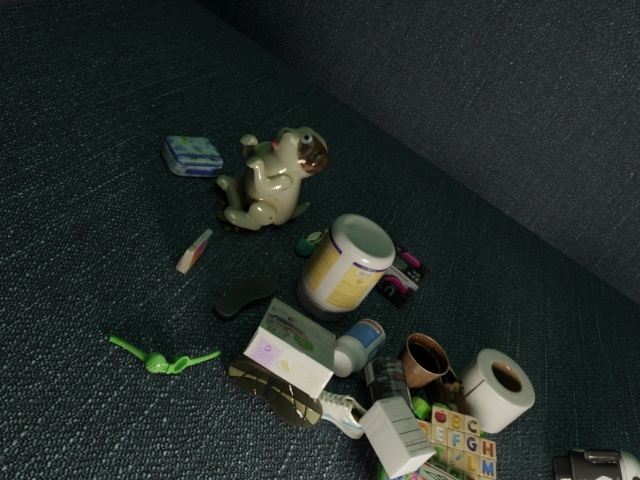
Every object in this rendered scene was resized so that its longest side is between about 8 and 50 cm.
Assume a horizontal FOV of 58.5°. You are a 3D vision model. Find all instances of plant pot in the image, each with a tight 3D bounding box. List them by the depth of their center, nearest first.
[{"bbox_3d":[0.314,0.424,1.909,0.166,0.165,0.167,22,36,-17],"label":"plant pot"}]

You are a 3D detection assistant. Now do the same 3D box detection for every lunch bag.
[{"bbox_3d":[-0.500,-0.328,2.245,0.218,0.090,0.176,-2,50,-40],"label":"lunch bag"}]

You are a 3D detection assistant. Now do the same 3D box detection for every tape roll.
[{"bbox_3d":[0.607,0.529,2.023,0.246,0.169,0.246,23,34,-17],"label":"tape roll"}]

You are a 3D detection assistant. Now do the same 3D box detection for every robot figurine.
[{"bbox_3d":[0.926,0.787,1.900,0.209,0.277,0.174,49,40,-62],"label":"robot figurine"}]

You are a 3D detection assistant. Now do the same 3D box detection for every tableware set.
[{"bbox_3d":[-0.340,-0.090,2.138,0.103,0.024,0.154,1,46,-35],"label":"tableware set"}]

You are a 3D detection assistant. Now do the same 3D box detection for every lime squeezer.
[{"bbox_3d":[-0.411,0.319,1.540,0.310,0.059,0.110,13,8,-26],"label":"lime squeezer"}]

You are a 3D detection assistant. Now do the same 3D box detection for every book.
[{"bbox_3d":[-0.405,0.032,1.854,0.035,0.096,0.144,33,33,-1],"label":"book"}]

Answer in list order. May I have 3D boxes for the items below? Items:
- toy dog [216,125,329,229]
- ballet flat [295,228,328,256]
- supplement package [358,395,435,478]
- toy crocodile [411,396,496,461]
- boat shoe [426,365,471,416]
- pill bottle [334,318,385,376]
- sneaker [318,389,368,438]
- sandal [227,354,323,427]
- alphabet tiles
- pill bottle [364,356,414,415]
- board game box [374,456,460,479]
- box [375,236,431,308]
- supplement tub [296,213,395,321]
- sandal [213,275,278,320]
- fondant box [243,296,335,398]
[{"bbox_3d":[-0.140,-0.241,2.121,0.395,0.408,0.285,25,31,-27],"label":"toy dog"},{"bbox_3d":[0.000,0.000,2.252,0.083,0.087,0.247,46,34,18],"label":"ballet flat"},{"bbox_3d":[0.207,0.535,1.563,0.105,0.105,0.179,4,42,-40],"label":"supplement package"},{"bbox_3d":[0.410,0.621,1.808,0.340,0.105,0.115,35,52,-2],"label":"toy crocodile"},{"bbox_3d":[0.434,0.518,1.946,0.110,0.104,0.307,2,45,-39],"label":"boat shoe"},{"bbox_3d":[0.114,0.353,1.866,0.124,0.124,0.221,43,33,14],"label":"pill bottle"},{"bbox_3d":[0.047,0.483,1.671,0.228,0.092,0.087,31,35,-3],"label":"sneaker"},{"bbox_3d":[-0.118,0.409,1.610,0.302,0.120,0.086,35,19,2],"label":"sandal"},{"bbox_3d":[0.398,0.675,1.692,0.285,0.011,0.343,20,54,-12],"label":"alphabet tiles"},{"bbox_3d":[0.214,0.494,1.755,0.130,0.130,0.246,17,42,-24],"label":"pill bottle"},{"bbox_3d":[0.291,0.707,1.545,0.317,0.046,0.214,29,31,-5],"label":"board game box"},{"bbox_3d":[0.287,0.122,2.295,0.247,0.142,0.163,40,35,11],"label":"box"},{"bbox_3d":[0.079,0.099,1.969,0.240,0.331,0.241,23,35,-17],"label":"supplement tub"},{"bbox_3d":[-0.245,0.186,1.849,0.097,0.055,0.254,41,43,24],"label":"sandal"},{"bbox_3d":[-0.079,0.303,1.678,0.238,0.096,0.330,32,7,-2],"label":"fondant box"}]
